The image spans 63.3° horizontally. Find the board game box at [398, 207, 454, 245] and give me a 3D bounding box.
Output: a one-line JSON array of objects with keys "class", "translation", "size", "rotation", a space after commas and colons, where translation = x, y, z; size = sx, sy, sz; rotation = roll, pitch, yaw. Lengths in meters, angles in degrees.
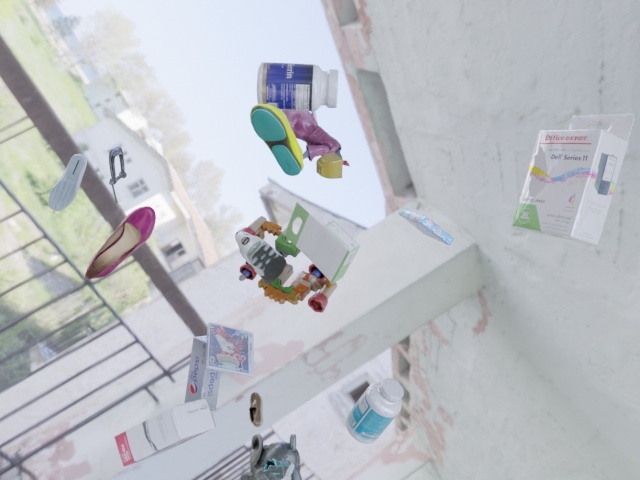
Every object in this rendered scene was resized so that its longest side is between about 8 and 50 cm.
[{"class": "board game box", "translation": [0.420, -0.058, 2.080], "size": [0.160, 0.039, 0.211], "rotation": [36, 2, -21]}]

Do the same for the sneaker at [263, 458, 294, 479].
[{"class": "sneaker", "translation": [-0.117, 0.617, 1.407], "size": [0.076, 0.065, 0.166], "rotation": [46, -8, 4]}]

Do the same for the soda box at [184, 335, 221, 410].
[{"class": "soda box", "translation": [-0.457, 0.526, 2.048], "size": [0.098, 0.091, 0.286], "rotation": [10, -87, 38]}]

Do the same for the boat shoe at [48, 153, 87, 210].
[{"class": "boat shoe", "translation": [-0.919, -0.210, 1.914], "size": [0.083, 0.226, 0.076], "rotation": [31, -1, -15]}]

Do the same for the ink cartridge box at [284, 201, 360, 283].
[{"class": "ink cartridge box", "translation": [0.000, 0.000, 1.625], "size": [0.235, 0.056, 0.171], "rotation": [46, -40, 18]}]

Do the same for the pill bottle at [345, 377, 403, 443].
[{"class": "pill bottle", "translation": [0.213, 0.643, 1.983], "size": [0.146, 0.146, 0.264], "rotation": [52, -53, 33]}]

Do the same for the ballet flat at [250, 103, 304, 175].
[{"class": "ballet flat", "translation": [-0.092, -0.238, 1.156], "size": [0.231, 0.077, 0.077], "rotation": [59, 36, -54]}]

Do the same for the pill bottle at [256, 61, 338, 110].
[{"class": "pill bottle", "translation": [-0.074, -0.509, 1.730], "size": [0.153, 0.264, 0.153], "rotation": [-178, -90, -89]}]

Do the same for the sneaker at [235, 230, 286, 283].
[{"class": "sneaker", "translation": [-0.233, 0.055, 2.003], "size": [0.146, 0.122, 0.330], "rotation": [39, -14, 25]}]

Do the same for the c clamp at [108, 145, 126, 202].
[{"class": "c clamp", "translation": [-0.573, -0.195, 1.462], "size": [0.161, 0.022, 0.137], "rotation": [-105, -168, -66]}]

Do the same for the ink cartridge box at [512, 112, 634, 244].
[{"class": "ink cartridge box", "translation": [0.674, -0.183, 1.398], "size": [0.207, 0.119, 0.353], "rotation": [21, -83, 63]}]

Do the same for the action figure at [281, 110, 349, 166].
[{"class": "action figure", "translation": [-0.013, -0.432, 2.141], "size": [0.370, 0.276, 0.248], "rotation": [39, 28, 7]}]

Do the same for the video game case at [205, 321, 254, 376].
[{"class": "video game case", "translation": [-0.343, 0.418, 1.992], "size": [0.201, 0.023, 0.183], "rotation": [21, 46, -33]}]

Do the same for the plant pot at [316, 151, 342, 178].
[{"class": "plant pot", "translation": [0.029, -0.279, 1.975], "size": [0.081, 0.083, 0.081], "rotation": [45, -37, 50]}]

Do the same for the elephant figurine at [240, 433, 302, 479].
[{"class": "elephant figurine", "translation": [-0.169, 0.700, 1.656], "size": [0.239, 0.186, 0.169], "rotation": [4, -59, 61]}]

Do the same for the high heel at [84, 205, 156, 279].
[{"class": "high heel", "translation": [-0.796, 0.018, 2.077], "size": [0.127, 0.377, 0.181], "rotation": [39, 26, -9]}]

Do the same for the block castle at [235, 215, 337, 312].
[{"class": "block castle", "translation": [-0.155, 0.116, 2.272], "size": [0.453, 0.213, 0.303], "rotation": [23, -43, 20]}]

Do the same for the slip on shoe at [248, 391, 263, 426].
[{"class": "slip on shoe", "translation": [-0.237, 0.603, 1.869], "size": [0.041, 0.051, 0.135], "rotation": [39, 26, -38]}]

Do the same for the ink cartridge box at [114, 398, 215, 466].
[{"class": "ink cartridge box", "translation": [-0.426, 0.528, 1.437], "size": [0.158, 0.218, 0.092], "rotation": [15, 46, -64]}]
